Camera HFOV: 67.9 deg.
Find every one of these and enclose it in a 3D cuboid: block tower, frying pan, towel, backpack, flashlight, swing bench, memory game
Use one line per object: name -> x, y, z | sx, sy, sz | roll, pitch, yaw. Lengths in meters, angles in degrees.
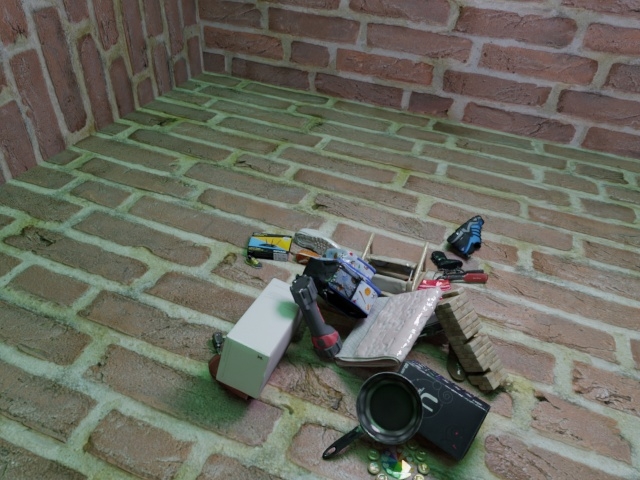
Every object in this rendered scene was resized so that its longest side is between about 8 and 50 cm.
block tower -> 0.499, 0.332, 1.600 | 0.097, 0.091, 0.336 | -25, 88, -32
frying pan -> 0.168, 0.541, 1.377 | 0.197, 0.053, 0.326 | 29, 87, 25
towel -> 0.226, 0.293, 1.618 | 0.317, 0.053, 0.332 | -18, 24, 49
backpack -> 0.082, 0.159, 1.717 | 0.213, 0.263, 0.276 | -51, 21, -12
flashlight -> -0.015, 0.252, 1.583 | 0.103, 0.304, 0.103 | -33, 30, -23
swing bench -> 0.279, 0.120, 1.905 | 0.253, 0.165, 0.255 | 13, 45, 24
memory game -> 0.228, 0.646, 1.389 | 0.186, 0.012, 0.186 | 2, 39, -2
towel -> 0.437, 0.254, 1.882 | 0.198, 0.031, 0.275 | 3, 39, 1

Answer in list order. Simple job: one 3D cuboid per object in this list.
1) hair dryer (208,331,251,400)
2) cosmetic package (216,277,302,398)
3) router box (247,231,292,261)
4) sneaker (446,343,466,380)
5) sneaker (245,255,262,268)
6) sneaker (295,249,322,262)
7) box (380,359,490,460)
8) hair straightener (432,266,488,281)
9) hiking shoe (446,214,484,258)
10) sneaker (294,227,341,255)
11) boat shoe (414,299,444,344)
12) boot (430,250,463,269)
hair dryer -> -0.263, 0.403, 1.596 | 0.223, 0.080, 0.294 | -2, 39, -8
cosmetic package -> -0.178, 0.308, 1.565 | 0.155, 0.197, 0.365 | 24, 28, 9
router box -> -0.223, 0.026, 2.095 | 0.178, 0.046, 0.133 | 6, 38, 2
sneaker -> 0.483, 0.398, 1.671 | 0.066, 0.071, 0.188 | 8, 38, 5
sneaker -> -0.284, 0.091, 2.017 | 0.083, 0.035, 0.031 | 20, 42, 19
sneaker -> -0.020, 0.078, 2.037 | 0.175, 0.064, 0.067 | 23, 32, 18
box -> 0.345, 0.497, 1.427 | 0.270, 0.165, 0.143 | 28, 0, 27
hair straightener -> 0.588, 0.149, 2.027 | 0.230, 0.047, 0.089 | -5, 22, -3
hiking shoe -> 0.693, -0.016, 2.205 | 0.304, 0.113, 0.132 | -31, 80, -44
sneaker -> 0.000, 0.000, 2.122 | 0.235, 0.090, 0.094 | 26, 34, 23
boat shoe -> 0.341, 0.321, 1.714 | 0.335, 0.119, 0.121 | -18, 16, 9
boot -> 0.553, 0.085, 2.094 | 0.121, 0.045, 0.099 | -5, 34, -13
